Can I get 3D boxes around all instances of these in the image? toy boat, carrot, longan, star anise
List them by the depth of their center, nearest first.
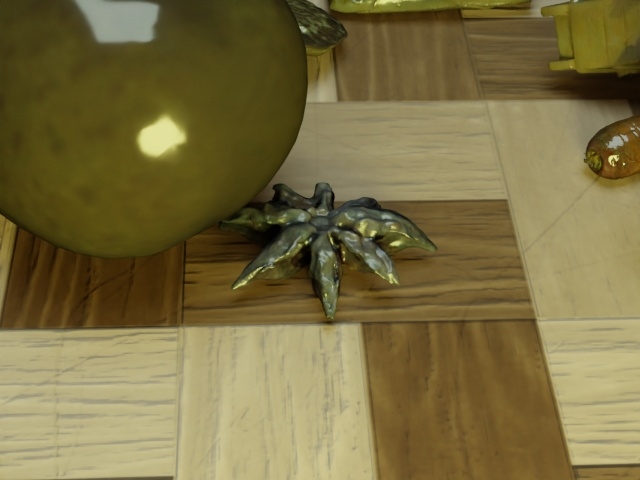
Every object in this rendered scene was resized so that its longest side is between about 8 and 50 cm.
[{"bbox_3d":[-0.192,-0.161,1.133,0.361,0.361,0.361,1,44,-1],"label":"longan"},{"bbox_3d":[0.000,0.000,1.164,0.204,0.061,0.181,19,47,16],"label":"star anise"},{"bbox_3d":[0.365,-0.114,1.300,0.186,0.060,0.060,-20,48,-21],"label":"carrot"},{"bbox_3d":[0.469,-0.271,1.412,0.445,0.136,0.162,-12,12,-16],"label":"toy boat"}]

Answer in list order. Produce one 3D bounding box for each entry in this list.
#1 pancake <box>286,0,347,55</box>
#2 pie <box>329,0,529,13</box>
[{"bbox_3d":[-0.075,-0.274,1.419,0.212,0.029,0.235,-6,36,-44],"label":"pancake"},{"bbox_3d":[0.132,-0.335,1.507,0.282,0.068,0.129,-3,59,-1],"label":"pie"}]
